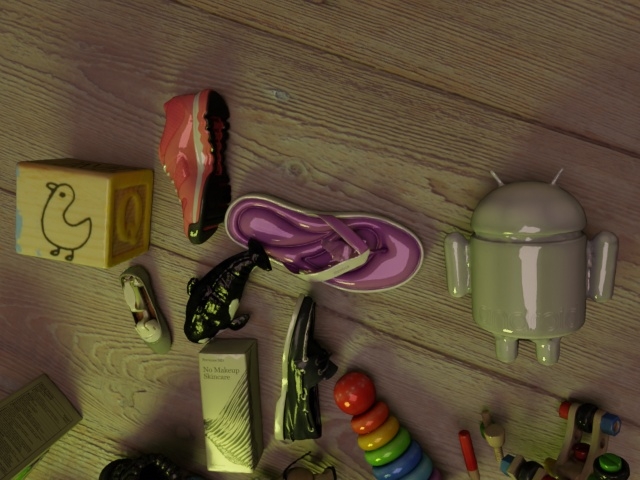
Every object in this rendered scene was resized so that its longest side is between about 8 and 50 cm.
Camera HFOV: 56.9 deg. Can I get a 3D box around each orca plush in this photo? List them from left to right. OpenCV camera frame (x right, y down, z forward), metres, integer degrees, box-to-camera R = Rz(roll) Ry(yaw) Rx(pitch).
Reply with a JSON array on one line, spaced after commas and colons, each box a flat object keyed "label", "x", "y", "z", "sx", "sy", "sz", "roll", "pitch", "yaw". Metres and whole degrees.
[{"label": "orca plush", "x": -0.208, "y": 0.129, "z": 1.215, "sx": 0.287, "sy": 0.102, "sz": 0.151, "roll": -35, "pitch": 96, "yaw": 27}]

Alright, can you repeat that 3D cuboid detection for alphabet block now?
[{"label": "alphabet block", "x": -0.477, "y": -0.062, "z": 1.213, "sx": 0.197, "sy": 0.193, "sz": 0.192, "roll": 8, "pitch": 103, "yaw": 8}]

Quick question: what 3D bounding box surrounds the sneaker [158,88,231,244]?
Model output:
[{"label": "sneaker", "x": -0.267, "y": -0.150, "z": 1.218, "sx": 0.136, "sy": 0.116, "sz": 0.313, "roll": 4, "pitch": 94, "yaw": 19}]

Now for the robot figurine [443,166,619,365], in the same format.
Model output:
[{"label": "robot figurine", "x": 0.379, "y": 0.044, "z": 1.082, "sx": 0.300, "sy": 0.200, "sz": 0.353, "roll": -1, "pitch": 100, "yaw": 16}]

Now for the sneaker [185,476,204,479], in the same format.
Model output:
[{"label": "sneaker", "x": -0.241, "y": 0.652, "z": 1.366, "sx": 0.081, "sy": 0.090, "sz": 0.232, "roll": -34, "pitch": 72, "yaw": 15}]

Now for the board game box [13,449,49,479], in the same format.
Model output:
[{"label": "board game box", "x": -0.781, "y": 0.538, "z": 1.330, "sx": 0.144, "sy": 0.275, "sz": 0.142, "roll": 42, "pitch": 104, "yaw": 1}]

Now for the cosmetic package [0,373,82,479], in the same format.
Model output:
[{"label": "cosmetic package", "x": -0.684, "y": 0.435, "z": 1.285, "sx": 0.129, "sy": 0.296, "sz": 0.153, "roll": -40, "pitch": 90, "yaw": 15}]

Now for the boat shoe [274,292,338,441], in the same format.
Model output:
[{"label": "boat shoe", "x": -0.022, "y": 0.274, "z": 1.230, "sx": 0.113, "sy": 0.127, "sz": 0.339, "roll": 10, "pitch": 104, "yaw": 8}]

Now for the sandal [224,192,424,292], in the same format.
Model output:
[{"label": "sandal", "x": -0.002, "y": 0.015, "z": 1.191, "sx": 0.417, "sy": 0.102, "sz": 0.169, "roll": 12, "pitch": 102, "yaw": 7}]

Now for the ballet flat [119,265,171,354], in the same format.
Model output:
[{"label": "ballet flat", "x": -0.393, "y": 0.162, "z": 1.302, "sx": 0.072, "sy": 0.068, "sz": 0.213, "roll": -15, "pitch": 98, "yaw": 12}]

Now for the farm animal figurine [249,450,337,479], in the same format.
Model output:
[{"label": "farm animal figurine", "x": -0.003, "y": 0.602, "z": 1.192, "sx": 0.330, "sy": 0.172, "sz": 0.326, "roll": -36, "pitch": 71, "yaw": 26}]

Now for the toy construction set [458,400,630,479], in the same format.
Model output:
[{"label": "toy construction set", "x": 0.446, "y": 0.473, "z": 1.159, "sx": 0.309, "sy": 0.257, "sz": 0.237, "roll": -3, "pitch": 113, "yaw": 31}]

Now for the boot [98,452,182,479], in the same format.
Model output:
[{"label": "boot", "x": -0.350, "y": 0.625, "z": 1.284, "sx": 0.260, "sy": 0.131, "sz": 0.347, "roll": -26, "pitch": 95, "yaw": 49}]

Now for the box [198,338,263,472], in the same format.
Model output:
[{"label": "box", "x": -0.193, "y": 0.358, "z": 1.290, "sx": 0.113, "sy": 0.094, "sz": 0.274, "roll": -2, "pitch": 100, "yaw": 10}]

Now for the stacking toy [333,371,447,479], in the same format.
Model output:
[{"label": "stacking toy", "x": 0.137, "y": 0.423, "z": 1.232, "sx": 0.141, "sy": 0.141, "sz": 0.330, "roll": -32, "pitch": 90, "yaw": 13}]
